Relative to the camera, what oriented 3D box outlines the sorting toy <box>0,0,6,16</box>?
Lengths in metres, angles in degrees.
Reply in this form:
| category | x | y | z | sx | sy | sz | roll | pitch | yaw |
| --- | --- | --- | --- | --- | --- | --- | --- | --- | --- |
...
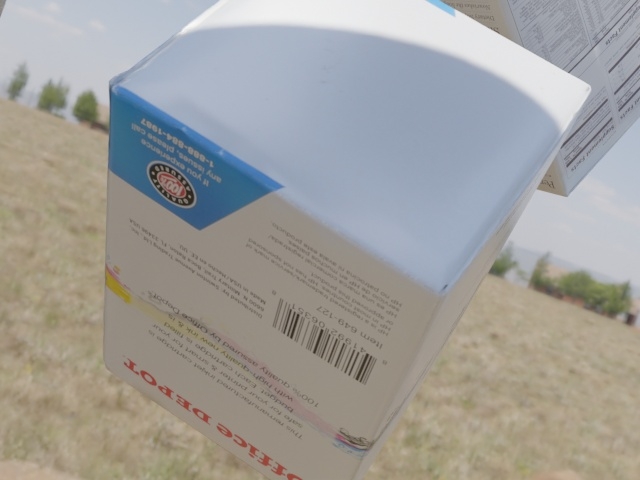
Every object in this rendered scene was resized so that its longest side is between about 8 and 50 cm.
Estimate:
| category | x | y | z | sx | sy | sz | roll | pitch | yaw |
| --- | --- | --- | --- | --- | --- | --- | --- | --- | --- |
| sorting toy | -0.387 | -0.166 | 0.786 | 0.089 | 0.255 | 0.257 | 14 | -14 | 9 |

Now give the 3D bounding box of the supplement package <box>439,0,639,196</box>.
| category | x | y | z | sx | sy | sz | roll | pitch | yaw |
| --- | --- | --- | --- | --- | --- | --- | --- | --- | --- |
| supplement package | 0.205 | -0.222 | 1.014 | 0.199 | 0.198 | 0.263 | 21 | -31 | 48 |

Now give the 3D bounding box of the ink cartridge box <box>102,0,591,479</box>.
| category | x | y | z | sx | sy | sz | roll | pitch | yaw |
| --- | --- | --- | --- | --- | --- | --- | --- | --- | --- |
| ink cartridge box | 0.000 | 0.000 | 0.521 | 0.171 | 0.168 | 0.233 | 32 | -38 | 11 |
